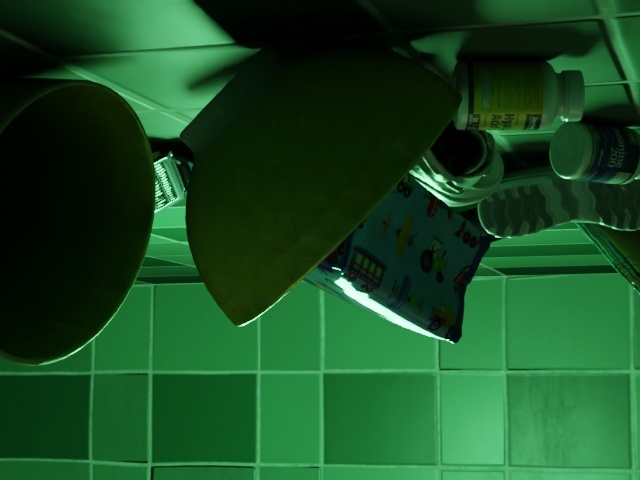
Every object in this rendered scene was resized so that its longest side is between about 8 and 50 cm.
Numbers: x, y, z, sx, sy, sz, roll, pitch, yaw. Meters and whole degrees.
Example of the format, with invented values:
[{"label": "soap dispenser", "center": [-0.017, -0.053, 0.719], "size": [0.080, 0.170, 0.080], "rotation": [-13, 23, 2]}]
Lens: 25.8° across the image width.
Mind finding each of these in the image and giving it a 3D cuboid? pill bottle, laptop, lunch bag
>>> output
[{"label": "pill bottle", "center": [0.328, -0.099, 1.602], "size": [0.120, 0.067, 0.067], "rotation": [4, 173, -30]}, {"label": "pill bottle", "center": [0.182, -0.134, 1.295], "size": [0.116, 0.065, 0.065], "rotation": [-1, 174, 0]}, {"label": "laptop", "center": [-0.184, 0.025, 1.887], "size": [0.408, 0.236, 0.382], "rotation": [-30, 175, -5]}, {"label": "lunch bag", "center": [0.000, 0.000, 1.556], "size": [0.293, 0.138, 0.221], "rotation": [6, 160, 43]}]

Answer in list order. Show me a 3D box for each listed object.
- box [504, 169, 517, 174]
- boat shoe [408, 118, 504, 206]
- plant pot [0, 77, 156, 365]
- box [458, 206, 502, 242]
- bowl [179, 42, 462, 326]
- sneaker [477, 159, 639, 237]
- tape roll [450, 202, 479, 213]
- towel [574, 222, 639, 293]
[{"label": "box", "center": [0.288, -0.067, 1.903], "size": [0.083, 0.067, 0.018], "rotation": [-1, 141, 3]}, {"label": "boat shoe", "center": [0.147, -0.098, 1.534], "size": [0.088, 0.096, 0.267], "rotation": [1, 167, 35]}, {"label": "plant pot", "center": [-0.363, -0.046, 1.381], "size": [0.294, 0.274, 0.275], "rotation": [14, -179, 29]}, {"label": "box", "center": [0.237, -0.026, 1.960], "size": [0.225, 0.036, 0.136], "rotation": [-15, -172, -9]}, {"label": "bowl", "center": [-0.029, -0.080, 1.232], "size": [0.156, 0.289, 0.289], "rotation": [45, 165, -6]}, {"label": "sneaker", "center": [0.344, -0.078, 1.821], "size": [0.281, 0.105, 0.115], "rotation": [-4, -155, 6]}, {"label": "tape roll", "center": [0.085, -0.033, 2.165], "size": [0.321, 0.077, 0.321], "rotation": [0, 173, 0]}, {"label": "towel", "center": [0.505, 0.039, 1.949], "size": [0.271, 0.040, 0.370], "rotation": [9, -151, -27]}]
